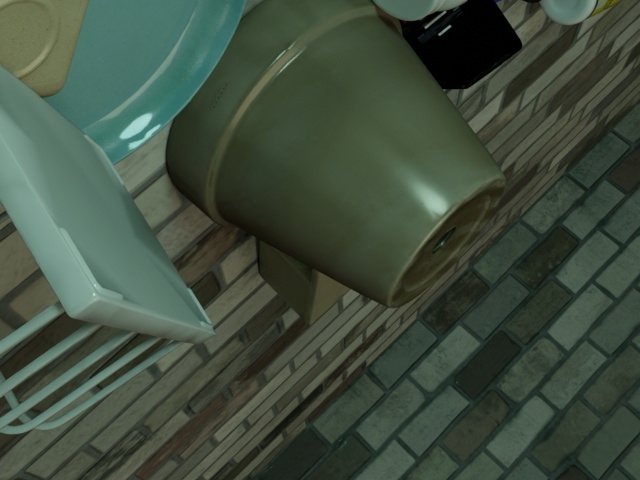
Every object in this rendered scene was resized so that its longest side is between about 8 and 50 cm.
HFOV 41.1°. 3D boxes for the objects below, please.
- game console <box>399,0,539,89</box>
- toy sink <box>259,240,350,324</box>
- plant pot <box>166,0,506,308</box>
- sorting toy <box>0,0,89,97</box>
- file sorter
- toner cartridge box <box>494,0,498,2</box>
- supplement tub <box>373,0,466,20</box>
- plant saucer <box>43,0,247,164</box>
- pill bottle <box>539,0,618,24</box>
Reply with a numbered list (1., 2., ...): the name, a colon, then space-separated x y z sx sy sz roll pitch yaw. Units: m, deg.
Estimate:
1. game console: 0.259 -0.323 1.069 0.361 0.044 0.213 -35 156 17
2. toy sink: 0.000 0.000 1.274 0.153 0.131 0.234 -41 166 -18
3. plant pot: 0.040 -0.086 0.954 0.323 0.280 0.323 -41 159 -19
4. sorting toy: -0.216 -0.153 0.504 0.193 0.038 0.208 -24 156 -49
5. file sorter: -0.216 0.020 0.568 0.173 0.193 0.278 -34 169 -2
6. toner cartridge box: 0.352 -0.433 1.100 0.347 0.075 0.165 -23 157 -16
7. supplement tub: 0.141 -0.329 0.885 0.199 0.144 0.144 -38 160 -24
8. plant saucer: -0.180 -0.170 0.663 0.317 0.043 0.318 -42 160 -18
9. pill bottle: 0.452 -0.432 1.431 0.184 0.103 0.103 -32 156 -40
